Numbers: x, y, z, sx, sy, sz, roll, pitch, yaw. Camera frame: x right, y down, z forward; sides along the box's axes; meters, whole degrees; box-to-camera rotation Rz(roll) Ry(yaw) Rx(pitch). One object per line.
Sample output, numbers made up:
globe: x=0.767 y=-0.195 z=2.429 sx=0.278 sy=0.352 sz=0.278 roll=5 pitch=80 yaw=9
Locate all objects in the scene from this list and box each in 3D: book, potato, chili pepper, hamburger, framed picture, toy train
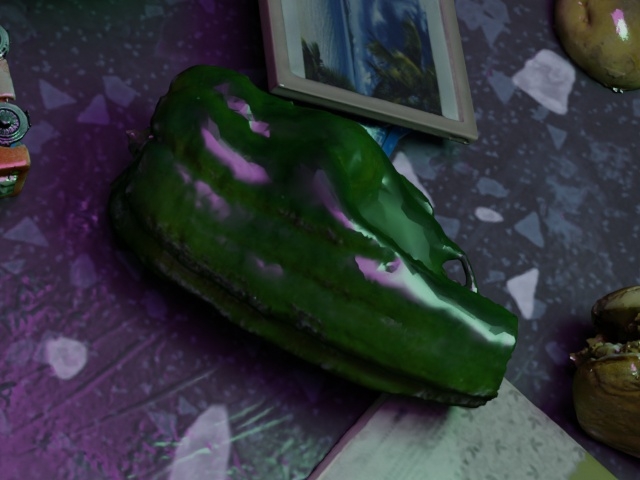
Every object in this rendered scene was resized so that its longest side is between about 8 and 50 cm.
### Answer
book: x=0.170 y=0.263 z=1.725 sx=0.352 sy=0.035 sz=0.239 roll=41 pitch=57 yaw=2
potato: x=0.329 y=-0.241 z=1.991 sx=0.200 sy=0.081 sz=0.164 roll=-38 pitch=84 yaw=-27
chili pepper: x=0.005 y=-0.008 z=1.705 sx=0.385 sy=0.167 sz=0.213 roll=30 pitch=58 yaw=-2
hamburger: x=0.315 y=0.114 z=1.777 sx=0.185 sy=0.159 sz=0.131 roll=18 pitch=57 yaw=11
framed picture: x=0.033 y=-0.247 z=1.868 sx=0.232 sy=0.024 sz=0.315 roll=12 pitch=56 yaw=-34
toy train: x=-0.308 y=-0.122 z=1.710 sx=0.099 sy=0.072 sz=0.188 roll=-11 pitch=71 yaw=-18

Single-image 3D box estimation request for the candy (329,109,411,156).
candy: x=0.029 y=-0.095 z=1.840 sx=0.088 sy=0.038 sz=0.136 roll=43 pitch=66 yaw=-13
